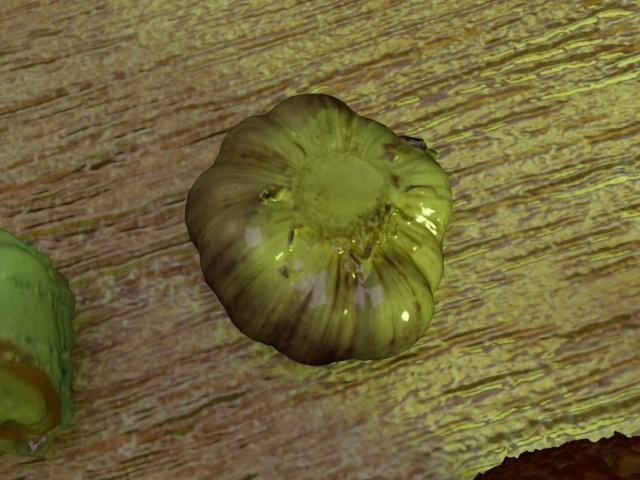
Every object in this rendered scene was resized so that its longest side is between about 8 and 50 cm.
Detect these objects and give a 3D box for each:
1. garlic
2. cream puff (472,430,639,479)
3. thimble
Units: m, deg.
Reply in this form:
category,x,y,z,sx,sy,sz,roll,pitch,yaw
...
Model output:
category,x,y,z,sx,sy,sz,roll,pitch,yaw
garlic,0.000,0.000,0.818,0.245,0.160,0.245,8,57,-12
cream puff,0.143,0.278,0.609,0.228,0.350,0.350,18,70,18
thimble,-0.340,0.088,0.753,0.288,0.254,0.167,4,69,-22
